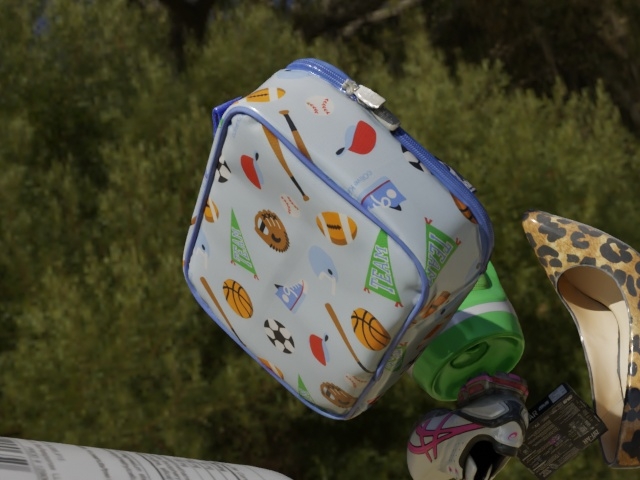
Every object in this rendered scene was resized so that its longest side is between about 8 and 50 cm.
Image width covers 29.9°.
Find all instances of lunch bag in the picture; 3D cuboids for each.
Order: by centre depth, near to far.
[{"bbox_3d":[0.000,0.000,0.990,0.115,0.243,0.303,-38,-16,-34],"label":"lunch bag"}]

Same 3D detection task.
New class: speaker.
[{"bbox_3d":[0.094,0.019,1.250,0.131,0.296,0.131,-19,-35,-14],"label":"speaker"}]

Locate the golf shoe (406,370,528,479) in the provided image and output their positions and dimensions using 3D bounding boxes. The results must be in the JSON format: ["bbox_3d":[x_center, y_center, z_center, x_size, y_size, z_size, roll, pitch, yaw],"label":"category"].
[{"bbox_3d":[0.129,0.195,1.111,0.067,0.086,0.186,17,-37,-14],"label":"golf shoe"}]

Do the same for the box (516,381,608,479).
[{"bbox_3d":[0.221,0.182,1.138,0.083,0.018,0.067,-42,-63,9],"label":"box"}]

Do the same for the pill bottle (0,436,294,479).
[{"bbox_3d":[-0.086,0.183,0.570,0.283,0.160,0.160,13,-30,-31],"label":"pill bottle"}]

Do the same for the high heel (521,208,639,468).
[{"bbox_3d":[0.266,0.094,1.193,0.186,0.261,0.093,-41,-8,-34],"label":"high heel"}]
